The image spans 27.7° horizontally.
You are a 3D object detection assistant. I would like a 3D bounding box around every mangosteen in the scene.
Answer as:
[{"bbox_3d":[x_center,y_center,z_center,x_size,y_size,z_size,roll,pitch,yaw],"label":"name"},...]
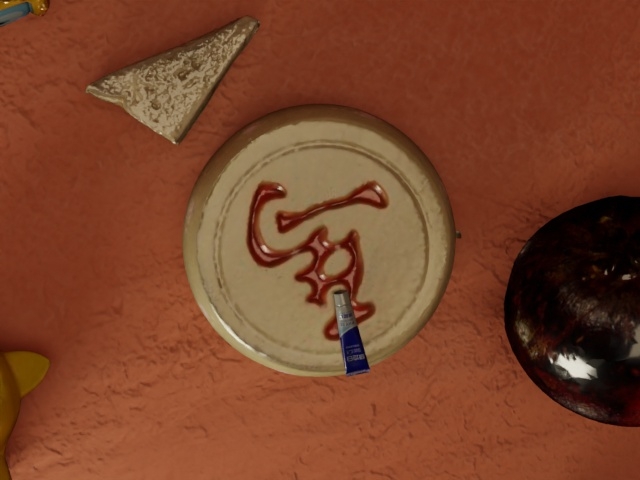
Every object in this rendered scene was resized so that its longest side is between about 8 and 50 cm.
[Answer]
[{"bbox_3d":[0.304,0.083,1.280,0.235,0.235,0.261,-28,141,-3],"label":"mangosteen"}]

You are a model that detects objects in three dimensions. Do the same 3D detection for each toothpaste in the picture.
[{"bbox_3d":[0.028,0.088,1.224,0.024,0.015,0.083,-10,102,4],"label":"toothpaste"}]

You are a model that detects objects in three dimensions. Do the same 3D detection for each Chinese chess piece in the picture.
[{"bbox_3d":[0.000,0.000,1.269,0.273,0.102,0.273,-1,97,-7],"label":"Chinese chess piece"}]

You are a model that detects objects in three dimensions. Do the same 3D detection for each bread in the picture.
[{"bbox_3d":[-0.141,-0.176,1.246,0.105,0.077,0.152,34,90,-10],"label":"bread"}]

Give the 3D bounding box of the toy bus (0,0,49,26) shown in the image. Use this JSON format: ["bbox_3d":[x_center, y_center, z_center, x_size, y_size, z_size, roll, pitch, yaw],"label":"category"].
[{"bbox_3d":[-0.321,-0.289,1.192,0.136,0.126,0.209,-13,97,-14],"label":"toy bus"}]

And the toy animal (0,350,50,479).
[{"bbox_3d":[-0.349,0.205,1.238,0.156,0.156,0.229,8,85,-8],"label":"toy animal"}]
